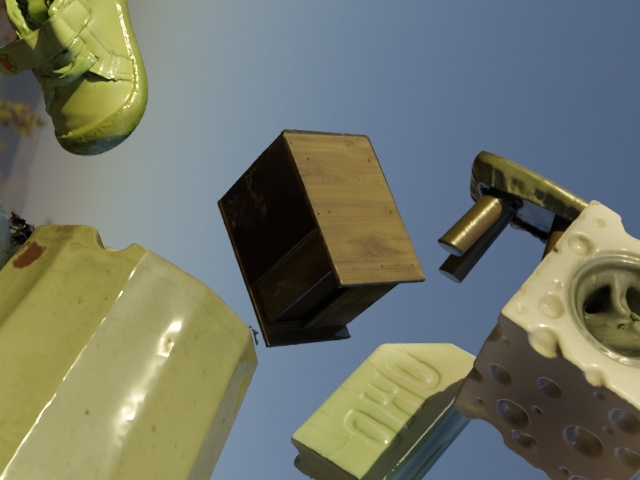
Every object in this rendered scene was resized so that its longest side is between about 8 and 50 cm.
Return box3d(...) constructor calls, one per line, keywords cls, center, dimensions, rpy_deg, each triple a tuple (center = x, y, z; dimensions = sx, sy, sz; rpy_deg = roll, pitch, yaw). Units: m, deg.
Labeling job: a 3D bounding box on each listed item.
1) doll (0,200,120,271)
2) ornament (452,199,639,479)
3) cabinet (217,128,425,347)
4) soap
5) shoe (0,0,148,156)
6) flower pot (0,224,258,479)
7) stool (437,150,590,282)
box3d(cls="doll", center=(-0.377, 0.013, 1.453), dimensions=(0.175, 0.278, 0.149), rpy_deg=(-39, -131, 55))
box3d(cls="ornament", center=(0.350, 0.148, 1.413), dimensions=(0.239, 0.240, 0.239), rpy_deg=(-43, 162, -35))
box3d(cls="cabinet", center=(0.000, 0.000, 1.417), dimensions=(0.175, 0.148, 0.215), rpy_deg=(-43, -122, 43))
box3d(cls="soap", center=(0.110, 0.267, 1.691), dimensions=(0.289, 0.173, 0.095), rpy_deg=(-42, 145, -33))
box3d(cls="shoe", center=(-0.285, -0.222, 1.250), dimensions=(0.140, 0.128, 0.262), rpy_deg=(-18, -107, 44))
box3d(cls="flower pot", center=(-0.184, 0.140, 0.744), dimensions=(0.259, 0.290, 0.290), rpy_deg=(-64, -172, -27))
box3d(cls="stool", center=(0.405, 0.003, 2.321), dimensions=(0.226, 0.310, 0.310), rpy_deg=(-57, 165, -12))
